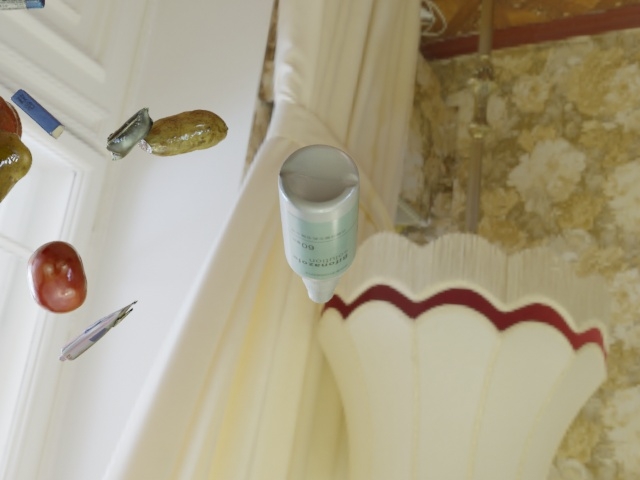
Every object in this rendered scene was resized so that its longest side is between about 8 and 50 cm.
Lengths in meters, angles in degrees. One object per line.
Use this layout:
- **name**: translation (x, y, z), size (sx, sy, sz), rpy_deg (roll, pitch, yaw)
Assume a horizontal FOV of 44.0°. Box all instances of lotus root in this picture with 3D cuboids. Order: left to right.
- **lotus root**: translation (-0.335, -0.269, 1.977), size (0.258, 0.110, 0.097), rpy_deg (-23, 140, -41)

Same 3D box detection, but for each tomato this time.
- **tomato**: translation (-0.658, 0.093, 1.977), size (0.136, 0.195, 0.195), rpy_deg (-13, 165, -15)

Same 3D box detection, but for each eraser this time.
- **eraser**: translation (-0.456, -0.205, 1.287), size (0.085, 0.027, 0.063), rpy_deg (43, 174, -7)

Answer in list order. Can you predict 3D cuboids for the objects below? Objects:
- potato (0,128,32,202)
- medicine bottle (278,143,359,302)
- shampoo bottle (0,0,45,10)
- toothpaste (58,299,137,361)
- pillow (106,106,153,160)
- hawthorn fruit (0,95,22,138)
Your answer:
- **potato**: translation (-0.674, -0.087, 1.345), size (0.195, 0.369, 0.176), rpy_deg (30, 144, 41)
- **medicine bottle**: translation (0.000, 0.000, 1.186), size (0.110, 0.110, 0.352), rpy_deg (6, 151, 4)
- **shampoo bottle**: translation (-0.728, -0.570, 1.813), size (0.183, 0.087, 0.050), rpy_deg (-3, -170, -2)
- **toothpaste**: translation (-0.342, 0.139, 1.201), size (0.170, 0.028, 0.045), rpy_deg (-36, 180, 25)
- **pillow**: translation (-0.436, -0.242, 1.818), size (0.055, 0.136, 0.091), rpy_deg (36, 164, 35)
- **hawthorn fruit**: translation (-0.670, -0.193, 1.532), size (0.185, 0.202, 0.185), rpy_deg (-4, 164, -1)
